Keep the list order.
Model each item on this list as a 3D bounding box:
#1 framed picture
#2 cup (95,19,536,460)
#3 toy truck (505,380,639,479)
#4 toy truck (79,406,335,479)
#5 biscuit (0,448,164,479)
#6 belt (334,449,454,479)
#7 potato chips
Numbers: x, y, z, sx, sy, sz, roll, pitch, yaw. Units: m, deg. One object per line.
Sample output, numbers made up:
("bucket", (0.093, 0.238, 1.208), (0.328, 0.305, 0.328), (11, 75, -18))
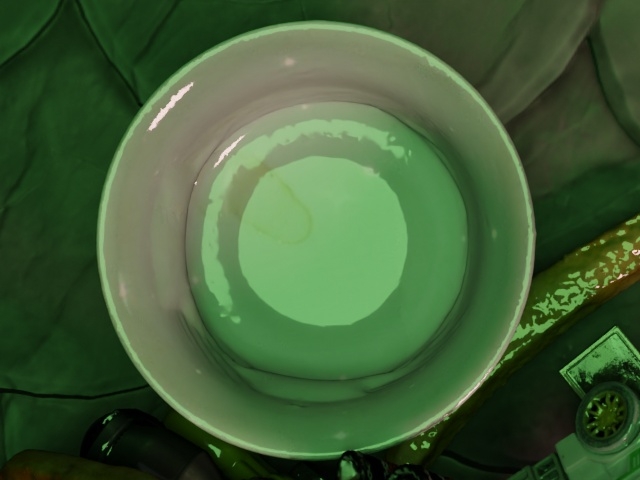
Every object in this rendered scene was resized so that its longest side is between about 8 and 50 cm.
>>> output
("framed picture", (0.258, 0.126, 1.490), (0.066, 0.006, 0.089), (-38, 86, 3))
("cup", (0.000, 0.000, 1.433), (0.347, 0.163, 0.347), (0, 90, 4))
("toy truck", (0.175, 0.269, 1.367), (0.367, 0.146, 0.175), (-40, 45, 22))
("toy truck", (-0.082, 0.220, 1.417), (0.224, 0.165, 0.147), (31, 91, 26))
("biscuit", (-0.161, 0.324, 1.408), (0.359, 0.046, 0.359), (15, 120, 27))
("belt", (0.047, 0.338, 1.285), (0.126, 0.094, 0.359), (-12, 64, 38))
("potato chips", (0.179, 0.084, 1.471), (0.407, 0.057, 0.080), (-40, 81, 2))
